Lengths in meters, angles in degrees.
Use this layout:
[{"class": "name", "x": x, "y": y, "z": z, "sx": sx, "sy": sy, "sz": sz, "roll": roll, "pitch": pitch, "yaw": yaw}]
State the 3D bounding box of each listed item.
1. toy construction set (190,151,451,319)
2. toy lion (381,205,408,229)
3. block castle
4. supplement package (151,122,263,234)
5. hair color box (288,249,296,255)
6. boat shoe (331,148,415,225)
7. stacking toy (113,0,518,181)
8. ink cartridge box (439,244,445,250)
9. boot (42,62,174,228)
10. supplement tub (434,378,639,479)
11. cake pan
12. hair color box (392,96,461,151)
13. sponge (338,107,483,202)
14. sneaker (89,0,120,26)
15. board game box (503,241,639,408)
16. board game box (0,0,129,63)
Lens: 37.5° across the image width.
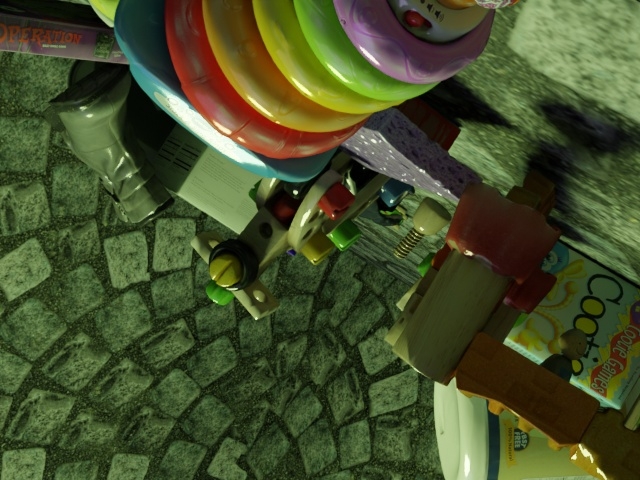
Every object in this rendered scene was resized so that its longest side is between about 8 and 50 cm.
[{"class": "toy construction set", "x": 0.000, "y": 0.000, "z": 1.119, "sx": 0.309, "sy": 0.237, "sz": 0.257, "roll": 34, "pitch": -159, "yaw": -11}, {"class": "toy lion", "x": 0.115, "y": -0.065, "z": 1.752, "sx": 0.096, "sy": 0.034, "sz": 0.100, "roll": 39, "pitch": 179, "yaw": 12}, {"class": "block castle", "x": 0.257, "y": 0.088, "z": 0.903, "sx": 0.303, "sy": 0.213, "sz": 0.453, "roll": 30, "pitch": 180, "yaw": 16}, {"class": "supplement package", "x": -0.128, "y": -0.128, "z": 1.497, "sx": 0.194, "sy": 0.203, "sz": 0.149, "roll": 35, "pitch": 177, "yaw": -34}, {"class": "hair color box", "x": -0.149, "y": -0.138, "z": 1.754, "sx": 0.339, "sy": 0.185, "sz": 0.110, "roll": 31, "pitch": 177, "yaw": 17}, {"class": "boat shoe", "x": 0.009, "y": -0.114, "z": 1.298, "sx": 0.158, "sy": 0.127, "sz": 0.340, "roll": 23, "pitch": -179, "yaw": 32}, {"class": "stacking toy", "x": 0.034, "y": -0.134, "z": 0.505, "sx": 0.175, "sy": 0.165, "sz": 0.302, "roll": 38, "pitch": 160, "yaw": -29}, {"class": "ink cartridge box", "x": 0.323, "y": 0.126, "z": 1.597, "sx": 0.198, "sy": 0.114, "sz": 0.273, "roll": 30, "pitch": -176, "yaw": 43}, {"class": "boot", "x": -0.278, "y": -0.128, "z": 1.338, "sx": 0.222, "sy": 0.118, "sz": 0.338, "roll": 57, "pitch": 167, "yaw": -12}, {"class": "supplement tub", "x": 0.338, "y": 0.253, "z": 1.367, "sx": 0.316, "sy": 0.228, "sz": 0.228, "roll": -2, "pitch": 180, "yaw": -4}, {"class": "cake pan", "x": -0.285, "y": -0.222, "z": 1.599, "sx": 0.293, "sy": 0.054, "sz": 0.293, "roll": 31, "pitch": -142, "yaw": -28}, {"class": "hair color box", "x": 0.064, "y": -0.134, "z": 0.935, "sx": 0.141, "sy": 0.043, "sz": 0.072, "roll": 34, "pitch": 177, "yaw": -22}, {"class": "sponge", "x": 0.056, "y": -0.094, "z": 0.911, "sx": 0.117, "sy": 0.031, "sz": 0.210, "roll": 34, "pitch": 179, "yaw": -27}, {"class": "sneaker", "x": -0.172, "y": -0.262, "z": 1.049, "sx": 0.208, "sy": 0.081, "sz": 0.094, "roll": 26, "pitch": 170, "yaw": 3}, {"class": "board game box", "x": 0.287, "y": 0.082, "z": 1.218, "sx": 0.275, "sy": 0.142, "sz": 0.144, "roll": 32, "pitch": 177, "yaw": 10}, {"class": "board game box", "x": -0.320, "y": -0.270, "z": 1.196, "sx": 0.208, "sy": 0.056, "sz": 0.347, "roll": 31, "pitch": -158, "yaw": 34}]
